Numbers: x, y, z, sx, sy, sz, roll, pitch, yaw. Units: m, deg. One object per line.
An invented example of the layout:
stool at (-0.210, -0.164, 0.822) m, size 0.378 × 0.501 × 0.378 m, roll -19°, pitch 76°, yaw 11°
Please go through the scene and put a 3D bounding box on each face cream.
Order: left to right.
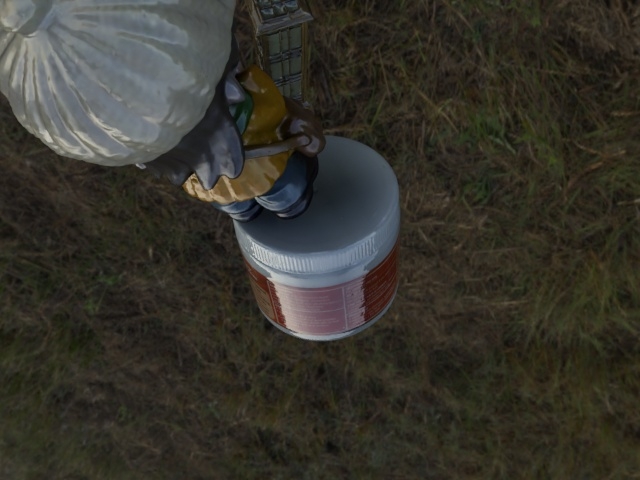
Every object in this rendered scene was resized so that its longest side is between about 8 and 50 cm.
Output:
face cream at (0.000, 0.000, 0.777) m, size 0.201 × 0.201 × 0.187 m, roll 1°, pitch 141°, yaw 8°

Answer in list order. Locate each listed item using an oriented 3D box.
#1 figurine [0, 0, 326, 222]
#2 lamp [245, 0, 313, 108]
figurine at (-0.116, -0.105, 0.524) m, size 0.185 × 0.204 × 0.332 m, roll -4°, pitch 141°, yaw 23°
lamp at (-0.067, -0.312, 1.032) m, size 0.089 × 0.090 × 0.325 m, roll -19°, pitch 171°, yaw -5°
